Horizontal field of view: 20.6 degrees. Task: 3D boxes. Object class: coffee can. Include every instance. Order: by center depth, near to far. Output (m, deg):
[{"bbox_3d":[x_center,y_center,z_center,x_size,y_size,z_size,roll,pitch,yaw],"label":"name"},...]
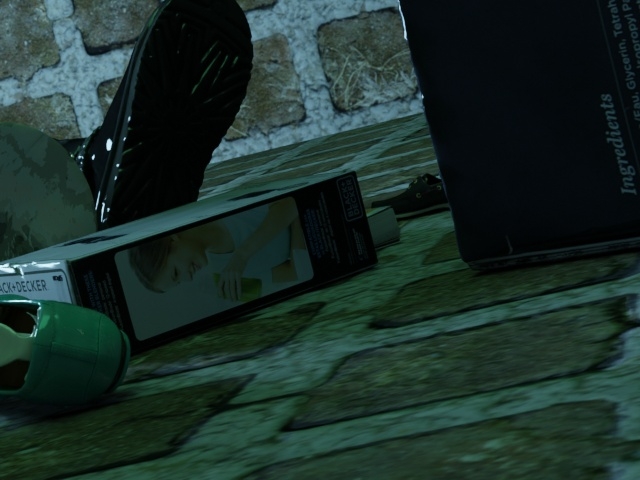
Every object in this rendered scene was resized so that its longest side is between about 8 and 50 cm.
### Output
[{"bbox_3d":[-0.387,-0.004,1.779,0.201,0.202,0.275,-20,9,-43],"label":"coffee can"}]

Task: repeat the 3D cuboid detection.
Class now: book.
[{"bbox_3d":[0.000,0.000,1.659,0.096,0.035,0.144,-21,8,-23],"label":"book"}]

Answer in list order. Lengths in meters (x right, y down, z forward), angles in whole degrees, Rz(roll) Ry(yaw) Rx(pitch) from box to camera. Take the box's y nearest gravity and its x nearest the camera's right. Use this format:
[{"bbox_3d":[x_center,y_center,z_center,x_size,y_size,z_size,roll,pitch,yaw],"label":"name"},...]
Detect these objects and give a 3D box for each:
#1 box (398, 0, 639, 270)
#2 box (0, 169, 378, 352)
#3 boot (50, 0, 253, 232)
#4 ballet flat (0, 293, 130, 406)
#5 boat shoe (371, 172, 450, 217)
[{"bbox_3d":[0.386,-0.194,1.341,0.471,0.297,0.480,-12,6,37],"label":"box"},{"bbox_3d":[-0.118,0.022,1.471,0.290,0.087,0.169,-18,8,-36],"label":"box"},{"bbox_3d":[-0.225,-0.115,1.966,0.131,0.348,0.260,28,-15,-29],"label":"boot"},{"bbox_3d":[-0.232,0.072,1.243,0.087,0.083,0.247,21,-15,-36],"label":"ballet flat"},{"bbox_3d":[0.111,-0.049,1.794,0.133,0.042,0.049,-13,8,24],"label":"boat shoe"}]
